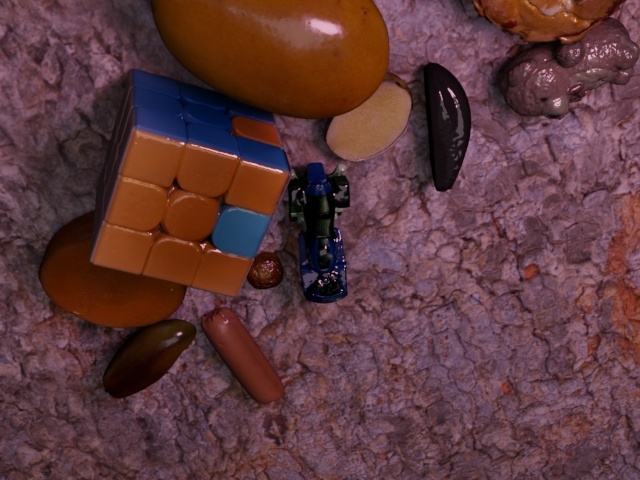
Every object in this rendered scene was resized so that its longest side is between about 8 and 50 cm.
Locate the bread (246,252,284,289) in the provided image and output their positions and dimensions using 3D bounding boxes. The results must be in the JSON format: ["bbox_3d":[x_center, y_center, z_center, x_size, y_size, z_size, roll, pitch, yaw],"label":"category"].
[{"bbox_3d":[-0.120,0.069,2.054,0.085,0.053,0.085,-5,122,-8],"label":"bread"}]

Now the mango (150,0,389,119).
[{"bbox_3d":[-0.091,-0.371,1.679,0.445,0.232,0.300,18,144,-20],"label":"mango"}]

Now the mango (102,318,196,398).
[{"bbox_3d":[-0.375,0.250,2.072,0.267,0.111,0.133,-40,152,23],"label":"mango"}]

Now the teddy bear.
[{"bbox_3d":[0.485,-0.336,1.862,0.267,0.151,0.236,-31,161,2],"label":"teddy bear"}]

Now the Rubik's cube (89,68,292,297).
[{"bbox_3d":[-0.252,-0.110,1.782,0.291,0.290,0.291,14,117,-20],"label":"Rubik's cube"}]

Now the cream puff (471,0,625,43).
[{"bbox_3d":[0.412,-0.524,1.686,0.350,0.229,0.350,7,154,3],"label":"cream puff"}]

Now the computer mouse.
[{"bbox_3d":[0.258,-0.228,1.897,0.086,0.138,0.270,-5,121,3],"label":"computer mouse"}]

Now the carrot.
[{"bbox_3d":[-0.430,0.062,1.979,0.307,0.100,0.259,0,123,-2],"label":"carrot"}]

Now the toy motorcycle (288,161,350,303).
[{"bbox_3d":[0.000,0.000,1.952,0.125,0.196,0.331,-7,123,-6],"label":"toy motorcycle"}]

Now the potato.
[{"bbox_3d":[0.089,-0.255,1.886,0.164,0.081,0.200,27,116,-33],"label":"potato"}]

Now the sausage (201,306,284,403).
[{"bbox_3d":[-0.175,0.263,2.144,0.086,0.086,0.289,-27,123,6],"label":"sausage"}]
